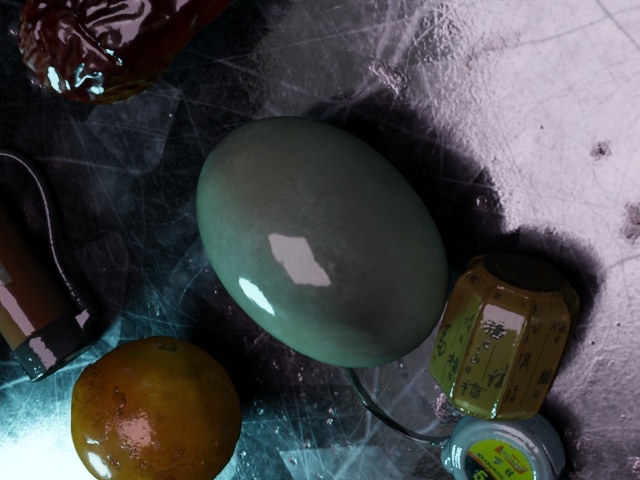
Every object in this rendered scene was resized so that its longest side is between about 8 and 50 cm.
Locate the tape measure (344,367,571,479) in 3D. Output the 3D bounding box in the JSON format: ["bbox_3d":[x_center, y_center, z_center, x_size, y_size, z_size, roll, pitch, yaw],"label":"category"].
[{"bbox_3d":[0.177,0.226,1.468,0.330,0.084,0.164,45,117,7],"label":"tape measure"}]

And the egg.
[{"bbox_3d":[0.000,0.000,1.393,0.352,0.258,0.258,41,118,4],"label":"egg"}]

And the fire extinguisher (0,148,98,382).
[{"bbox_3d":[-0.468,0.015,1.734,0.200,0.113,0.376,-36,88,-13],"label":"fire extinguisher"}]

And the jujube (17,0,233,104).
[{"bbox_3d":[-0.227,-0.317,1.446,0.342,0.216,0.216,-33,89,28],"label":"jujube"}]

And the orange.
[{"bbox_3d":[-0.229,0.251,1.590,0.240,0.240,0.240,8,108,24],"label":"orange"}]

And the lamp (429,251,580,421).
[{"bbox_3d":[0.222,0.116,1.376,0.161,0.161,0.185,20,115,20],"label":"lamp"}]
